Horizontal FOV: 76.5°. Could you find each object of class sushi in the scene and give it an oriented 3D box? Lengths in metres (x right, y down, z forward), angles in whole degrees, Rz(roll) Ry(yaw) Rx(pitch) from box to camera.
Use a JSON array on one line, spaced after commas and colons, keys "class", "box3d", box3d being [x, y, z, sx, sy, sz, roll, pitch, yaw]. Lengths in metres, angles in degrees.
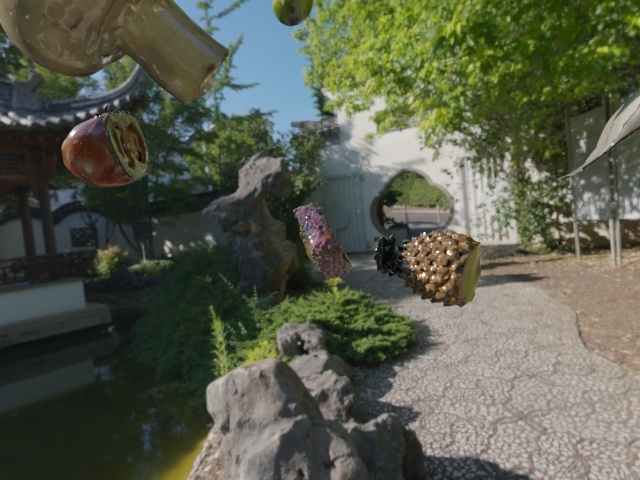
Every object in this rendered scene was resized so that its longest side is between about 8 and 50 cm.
[{"class": "sushi", "box3d": [0.002, 0.004, 1.199, 0.108, 0.241, 0.161, -29, 8, 1]}]

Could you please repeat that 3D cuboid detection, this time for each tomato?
[{"class": "tomato", "box3d": [-0.518, -0.210, 0.964, 0.155, 0.180, 0.214, -19, 15, 0]}]

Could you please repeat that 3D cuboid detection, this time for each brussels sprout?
[{"class": "brussels sprout", "box3d": [-0.109, -0.915, 1.547, 0.162, 0.143, 0.180, -18, -42, 11]}]

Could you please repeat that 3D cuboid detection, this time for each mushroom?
[{"class": "mushroom", "box3d": [-0.262, -0.340, 0.568, 0.290, 0.292, 0.293, 28, -10, -19]}]

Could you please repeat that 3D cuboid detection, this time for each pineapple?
[{"class": "pineapple", "box3d": [0.286, 0.062, 1.221, 0.358, 0.222, 0.223, 14, 14, 37]}]

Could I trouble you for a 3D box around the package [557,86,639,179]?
[{"class": "package", "box3d": [0.541, -0.204, 0.707, 0.250, 0.062, 0.204, -51, -17, 15]}]
